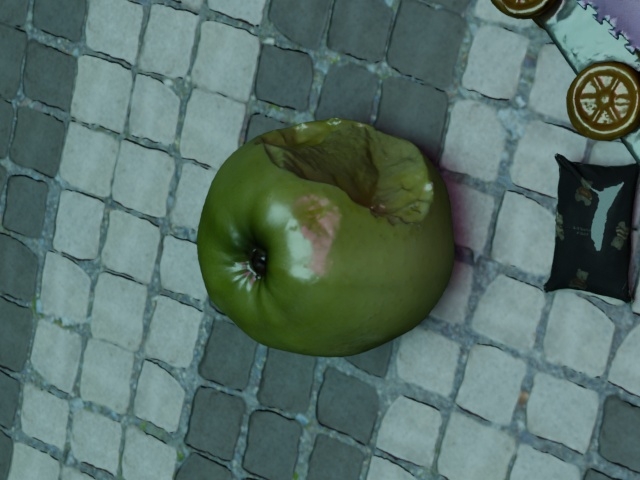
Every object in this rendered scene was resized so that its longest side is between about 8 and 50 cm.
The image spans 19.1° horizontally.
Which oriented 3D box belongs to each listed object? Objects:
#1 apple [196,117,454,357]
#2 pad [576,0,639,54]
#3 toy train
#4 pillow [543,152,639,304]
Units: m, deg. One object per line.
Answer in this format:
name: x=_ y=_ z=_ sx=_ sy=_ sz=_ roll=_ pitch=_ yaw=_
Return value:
apple: x=0.000 y=0.000 z=2.002 sx=0.279 sy=0.279 sz=0.279 roll=4 pitch=98 yaw=32
pad: x=0.338 y=-0.299 z=1.726 sx=0.270 sy=0.012 sz=0.269 roll=-45 pitch=81 yaw=10
toy train: x=0.320 y=-0.217 z=1.821 sx=0.231 sy=0.163 sz=0.369 roll=-37 pitch=77 yaw=18
pillow: x=0.276 y=-0.013 z=1.936 sx=0.090 sy=0.048 sz=0.150 roll=12 pitch=106 yaw=39
